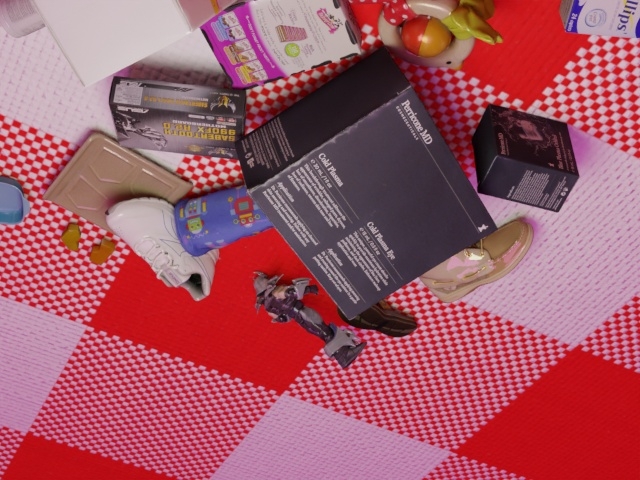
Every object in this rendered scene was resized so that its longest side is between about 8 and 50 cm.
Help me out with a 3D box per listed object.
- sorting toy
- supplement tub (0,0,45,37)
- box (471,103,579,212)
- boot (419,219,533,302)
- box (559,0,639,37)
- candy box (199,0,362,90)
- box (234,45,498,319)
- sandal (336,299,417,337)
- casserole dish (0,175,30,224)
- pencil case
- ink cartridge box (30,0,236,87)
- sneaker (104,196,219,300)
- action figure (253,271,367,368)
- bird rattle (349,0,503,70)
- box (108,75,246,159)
[{"bbox_3d":[-0.426,-0.076,1.909,0.229,0.041,0.307,27,130,-28],"label":"sorting toy"},{"bbox_3d":[-0.470,-0.384,1.582,0.107,0.071,0.071,-17,131,19],"label":"supplement tub"},{"bbox_3d":[0.362,-0.148,1.714,0.158,0.156,0.093,12,133,-9],"label":"box"},{"bbox_3d":[0.271,0.006,1.916,0.203,0.095,0.262,34,131,-26],"label":"boot"},{"bbox_3d":[0.464,-0.397,1.524,0.137,0.072,0.126,4,135,-2],"label":"box"},{"bbox_3d":[-0.066,-0.355,1.590,0.233,0.071,0.159,-14,132,17],"label":"candy box"},{"bbox_3d":[0.080,-0.093,1.658,0.312,0.179,0.343,-31,124,8],"label":"box"},{"bbox_3d":[0.123,0.154,2.095,0.219,0.060,0.090,18,140,-32],"label":"sandal"},{"bbox_3d":[-0.668,-0.089,1.904,0.188,0.037,0.114,8,134,-4],"label":"casserole dish"},{"bbox_3d":[-0.126,-0.058,1.853,0.306,0.133,0.119,-14,87,15],"label":"pencil case"},{"bbox_3d":[-0.268,-0.381,1.402,0.198,0.270,0.197,-21,109,22],"label":"ink cartridge box"},{"bbox_3d":[-0.303,0.016,1.895,0.111,0.129,0.297,-29,138,26],"label":"sneaker"},{"bbox_3d":[-0.034,0.159,2.044,0.285,0.099,0.185,39,160,3],"label":"action figure"},{"bbox_3d":[0.167,-0.352,1.553,0.253,0.143,0.207,7,151,0],"label":"bird rattle"},{"bbox_3d":[-0.248,-0.213,1.698,0.231,0.056,0.183,7,160,-4],"label":"box"}]
